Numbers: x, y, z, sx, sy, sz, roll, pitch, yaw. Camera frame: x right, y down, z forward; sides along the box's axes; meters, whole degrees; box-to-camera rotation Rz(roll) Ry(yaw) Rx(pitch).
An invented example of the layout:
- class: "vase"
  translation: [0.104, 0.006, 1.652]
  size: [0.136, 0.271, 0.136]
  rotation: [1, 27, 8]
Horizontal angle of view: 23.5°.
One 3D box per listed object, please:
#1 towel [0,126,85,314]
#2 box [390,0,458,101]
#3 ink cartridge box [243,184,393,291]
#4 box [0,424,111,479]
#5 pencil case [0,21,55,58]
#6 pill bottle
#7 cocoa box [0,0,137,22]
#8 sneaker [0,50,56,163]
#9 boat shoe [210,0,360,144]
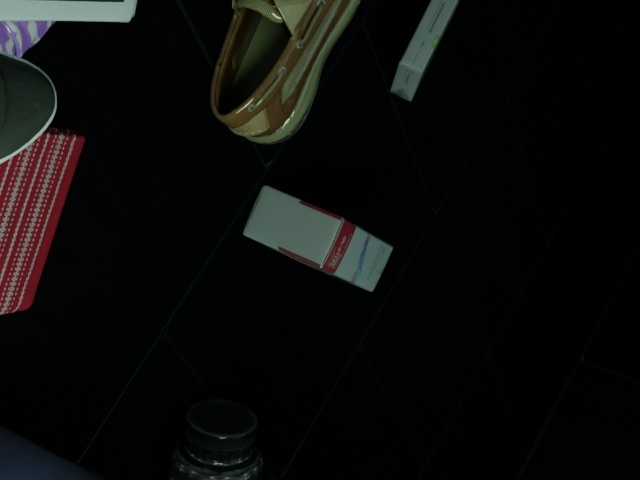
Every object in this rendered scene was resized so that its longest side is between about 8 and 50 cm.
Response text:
- class: "towel"
  translation: [-0.316, -0.019, 1.460]
  size: [0.275, 0.031, 0.199]
  rotation: [-3, 112, -74]
- class: "box"
  translation: [0.156, -0.297, 2.122]
  size: [0.186, 0.038, 0.145]
  rotation: [-63, 178, -10]
- class: "ink cartridge box"
  translation: [0.000, 0.000, 2.006]
  size: [0.175, 0.127, 0.072]
  rotation: [28, 85, -63]
- class: "box"
  translation: [-0.312, 0.354, 1.505]
  size: [0.296, 0.294, 0.183]
  rotation: [-60, 152, -19]
- class: "pencil case"
  translation: [-0.252, -0.252, 1.424]
  size: [0.206, 0.086, 0.088]
  rotation: [-51, 175, -29]
- class: "pill bottle"
  translation: [-0.139, 0.322, 1.988]
  size: [0.123, 0.122, 0.219]
  rotation: [-26, 130, -53]
- class: "cocoa box"
  translation: [-0.307, -0.294, 1.123]
  size: [0.347, 0.228, 0.232]
  rotation: [-12, 119, -58]
- class: "sneaker"
  translation: [-0.268, -0.094, 1.046]
  size: [0.295, 0.146, 0.105]
  rotation: [-6, 90, -49]
- class: "boat shoe"
  translation: [-0.037, -0.268, 1.761]
  size: [0.120, 0.122, 0.324]
  rotation: [8, 101, -59]
